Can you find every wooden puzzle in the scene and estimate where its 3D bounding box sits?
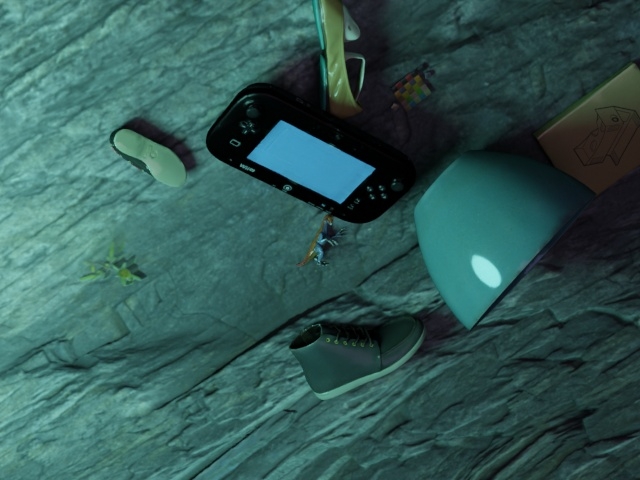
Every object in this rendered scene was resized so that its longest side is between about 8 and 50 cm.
[{"bbox_3d":[0.142,-0.236,1.927,0.083,0.006,0.049,-37,118,4],"label":"wooden puzzle"}]

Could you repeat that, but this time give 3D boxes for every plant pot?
[{"bbox_3d":[0.263,-0.029,1.933,0.195,0.290,0.290,43,101,10],"label":"plant pot"}]

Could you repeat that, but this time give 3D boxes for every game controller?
[{"bbox_3d":[-0.013,-0.128,1.885,0.319,0.067,0.166,26,126,-23],"label":"game controller"}]

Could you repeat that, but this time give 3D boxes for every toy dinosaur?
[{"bbox_3d":[0.000,0.000,1.985,0.090,0.047,0.082,-7,98,0],"label":"toy dinosaur"}]

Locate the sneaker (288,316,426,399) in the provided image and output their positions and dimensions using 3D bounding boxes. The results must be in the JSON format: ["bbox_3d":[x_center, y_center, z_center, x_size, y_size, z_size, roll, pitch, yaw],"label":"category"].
[{"bbox_3d":[0.064,0.170,2.055,0.222,0.083,0.118,-31,118,2],"label":"sneaker"}]

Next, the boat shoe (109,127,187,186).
[{"bbox_3d":[-0.259,-0.127,1.857,0.133,0.042,0.049,34,82,-25],"label":"boat shoe"}]

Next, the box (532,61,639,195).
[{"bbox_3d":[0.472,-0.174,2.034,0.201,0.021,0.164,-36,118,5],"label":"box"}]

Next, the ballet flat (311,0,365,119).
[{"bbox_3d":[0.028,-0.289,1.835,0.073,0.080,0.232,-7,125,-4],"label":"ballet flat"}]
